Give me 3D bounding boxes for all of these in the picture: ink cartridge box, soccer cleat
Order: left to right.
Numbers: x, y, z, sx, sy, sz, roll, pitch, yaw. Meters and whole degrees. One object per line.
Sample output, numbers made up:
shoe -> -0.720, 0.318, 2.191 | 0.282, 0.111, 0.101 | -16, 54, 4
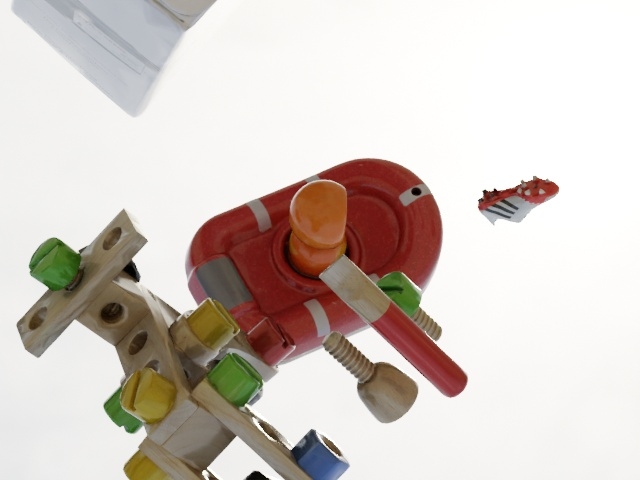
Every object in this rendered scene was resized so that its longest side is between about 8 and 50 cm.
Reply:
ink cartridge box -> -0.104, -0.287, 1.653 | 0.166, 0.285, 0.395 | 41, 168, -5
soccer cleat -> 0.173, -0.032, 1.688 | 0.083, 0.036, 0.029 | -12, -146, 37

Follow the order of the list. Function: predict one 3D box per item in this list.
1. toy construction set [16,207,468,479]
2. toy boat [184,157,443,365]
toy construction set -> -0.083, 0.080, 1.423 | 0.237, 0.309, 0.257 | 45, -147, -26
toy boat -> 0.000, 0.000, 1.719 | 0.231, 0.151, 0.151 | -23, -114, -19
